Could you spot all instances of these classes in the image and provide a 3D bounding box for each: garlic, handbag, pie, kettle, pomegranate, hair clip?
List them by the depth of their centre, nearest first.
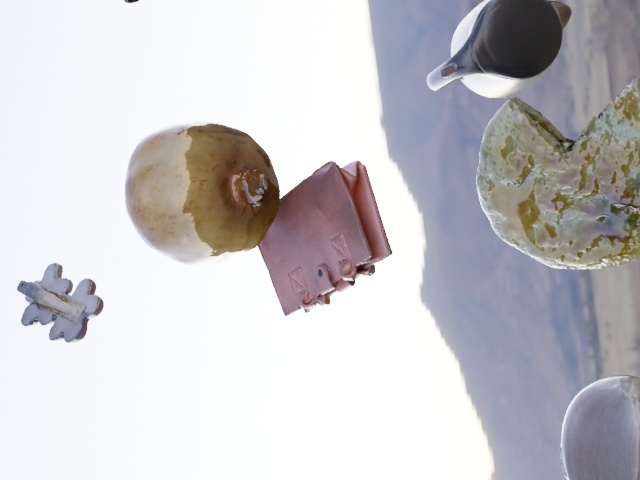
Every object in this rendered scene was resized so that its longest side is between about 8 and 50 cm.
[{"bbox_3d":[-0.157,-0.066,1.619,0.207,0.207,0.207,-7,-90,-81],"label":"pomegranate"},{"bbox_3d":[0.000,0.000,1.641,0.059,0.212,0.157,-4,-112,-38],"label":"handbag"},{"bbox_3d":[0.462,0.317,1.740,0.132,0.279,0.325,-12,-69,-40],"label":"garlic"},{"bbox_3d":[0.387,-0.081,1.764,0.075,0.337,0.337,-64,-32,-52],"label":"pie"},{"bbox_3d":[0.289,-0.314,2.051,0.165,0.240,0.255,62,-179,-4],"label":"kettle"},{"bbox_3d":[-0.523,0.124,2.447,0.075,0.257,0.146,44,-108,-48],"label":"hair clip"}]

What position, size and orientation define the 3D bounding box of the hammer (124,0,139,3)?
[{"bbox_3d":[-0.194,-0.373,1.723,0.021,0.178,0.065,66,-161,-16],"label":"hammer"}]
